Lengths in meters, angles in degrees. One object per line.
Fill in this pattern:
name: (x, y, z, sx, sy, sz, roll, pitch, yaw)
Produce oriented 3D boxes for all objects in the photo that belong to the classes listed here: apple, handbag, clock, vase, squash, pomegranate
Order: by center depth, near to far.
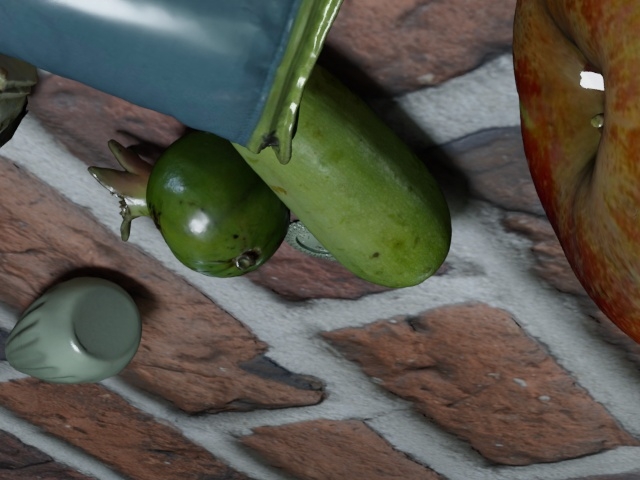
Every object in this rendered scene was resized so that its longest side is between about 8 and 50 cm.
apple: (0.274, -0.084, 0.708, 0.276, 0.349, 0.348, -9, 149, -5)
handbag: (-0.097, -0.205, 0.713, 0.241, 0.263, 0.222, 15, 132, -10)
squash: (0.000, -0.082, 1.030, 0.118, 0.118, 0.370, -12, 137, 35)
pomegranate: (-0.125, -0.039, 1.129, 0.191, 0.131, 0.152, 14, 153, 12)
clock: (0.000, 0.000, 1.260, 0.083, 0.010, 0.074, 13, 150, 0)
vase: (-0.318, 0.120, 1.468, 0.128, 0.128, 0.248, 29, 153, -26)

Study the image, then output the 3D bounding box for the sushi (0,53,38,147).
sushi: (-0.377, -0.177, 1.018, 0.273, 0.134, 0.109, 36, 130, -11)
